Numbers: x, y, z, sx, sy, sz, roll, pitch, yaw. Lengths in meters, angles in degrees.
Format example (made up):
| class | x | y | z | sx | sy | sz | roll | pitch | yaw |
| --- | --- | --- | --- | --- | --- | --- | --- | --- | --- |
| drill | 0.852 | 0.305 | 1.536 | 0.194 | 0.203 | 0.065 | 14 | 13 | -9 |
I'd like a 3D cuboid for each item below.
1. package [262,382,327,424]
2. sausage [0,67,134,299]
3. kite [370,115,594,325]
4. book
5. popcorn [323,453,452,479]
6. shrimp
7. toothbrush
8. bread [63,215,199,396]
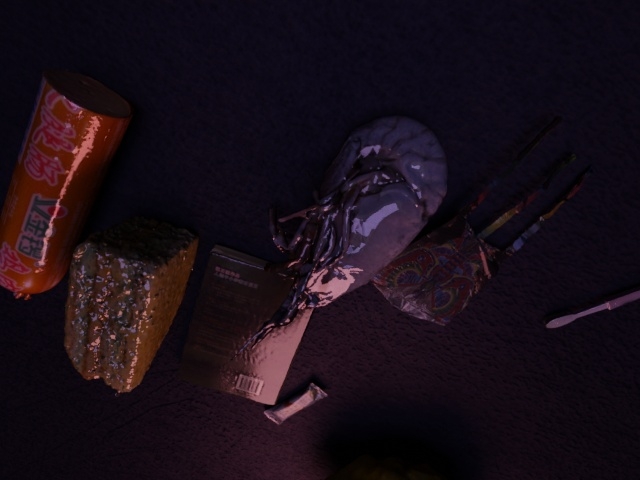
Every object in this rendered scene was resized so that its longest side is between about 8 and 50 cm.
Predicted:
| class | x | y | z | sx | sy | sz | roll | pitch | yaw |
| --- | --- | --- | --- | --- | --- | --- | --- | --- | --- |
| package | -0.039 | 0.252 | 0.650 | 0.110 | 0.015 | 0.037 | -37 | 110 | 20 |
| sausage | -0.329 | -0.043 | 0.513 | 0.093 | 0.093 | 0.312 | 32 | 112 | -8 |
| kite | 0.195 | -0.007 | 0.501 | 0.152 | 0.015 | 0.285 | 31 | 111 | -26 |
| book | -0.106 | 0.130 | 0.599 | 0.160 | 0.024 | 0.228 | 19 | 113 | -5 |
| popcorn | 0.102 | 0.449 | 0.617 | 0.287 | 0.215 | 0.252 | 20 | 75 | 3 |
| shrimp | 0.004 | 0.005 | 0.485 | 0.145 | 0.116 | 0.343 | 37 | 102 | -11 |
| toothbrush | 0.381 | 0.072 | 0.531 | 0.194 | 0.017 | 0.014 | -24 | 107 | 15 |
| bread | -0.239 | 0.075 | 0.531 | 0.102 | 0.138 | 0.196 | 21 | 114 | 1 |
